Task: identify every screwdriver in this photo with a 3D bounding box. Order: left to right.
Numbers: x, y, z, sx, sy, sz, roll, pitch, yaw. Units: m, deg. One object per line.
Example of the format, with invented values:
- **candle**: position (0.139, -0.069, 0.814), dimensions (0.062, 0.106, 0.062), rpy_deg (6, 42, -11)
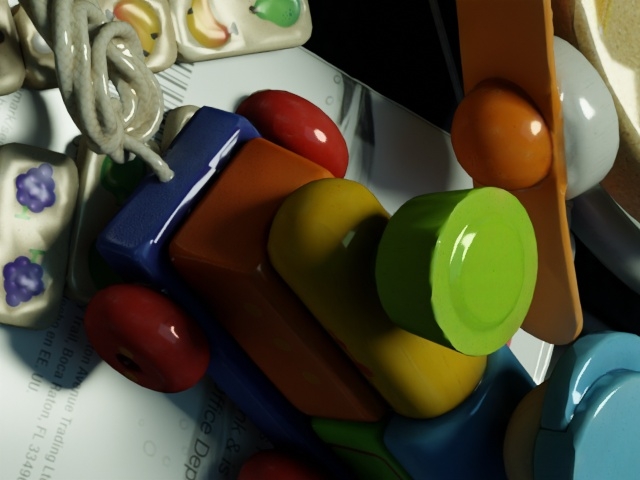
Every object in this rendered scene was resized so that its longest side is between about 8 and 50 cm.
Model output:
- **screwdriver**: position (0.054, -0.108, 0.806), dimensions (0.025, 0.024, 0.170), rpy_deg (-33, 111, -63)

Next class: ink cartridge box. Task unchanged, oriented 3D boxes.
- **ink cartridge box**: position (-0.072, 0.033, 0.637), dimensions (0.307, 0.129, 0.223), rpy_deg (27, 70, -31)

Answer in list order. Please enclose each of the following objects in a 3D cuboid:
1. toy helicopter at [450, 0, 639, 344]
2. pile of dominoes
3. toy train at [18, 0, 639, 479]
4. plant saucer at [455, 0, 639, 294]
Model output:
- **toy helicopter**: position (0.084, -0.123, 0.627), dimensions (0.355, 0.140, 0.235), rpy_deg (43, 68, -20)
- **pile of dominoes**: position (-0.095, -0.068, 0.525), dimensions (0.251, 0.040, 0.196), rpy_deg (-14, 93, -35)
- **toy train**: position (0.000, 0.000, 0.502), dimensions (0.105, 0.143, 0.248), rpy_deg (-55, 126, -24)
- **plant saucer**: position (0.184, -0.143, 0.842), dimensions (0.400, 0.100, 0.400), rpy_deg (7, 78, -37)
